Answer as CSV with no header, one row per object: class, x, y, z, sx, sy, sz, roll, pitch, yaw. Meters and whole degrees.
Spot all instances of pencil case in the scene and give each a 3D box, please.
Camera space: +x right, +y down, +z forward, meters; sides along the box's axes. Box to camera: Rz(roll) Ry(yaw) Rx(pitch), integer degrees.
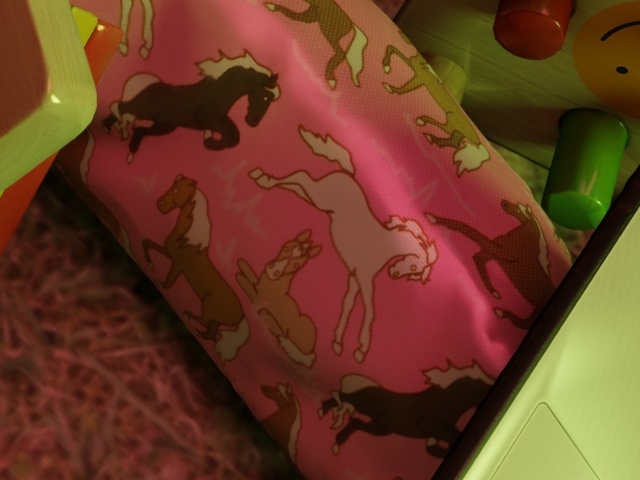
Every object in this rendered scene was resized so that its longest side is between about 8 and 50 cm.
pencil case,0.000,0.000,0.607,0.160,0.167,0.386,-35,81,-36

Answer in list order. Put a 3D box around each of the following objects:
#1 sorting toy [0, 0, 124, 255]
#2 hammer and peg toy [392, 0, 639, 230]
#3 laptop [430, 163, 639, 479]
sorting toy,-0.196,-0.084,0.532,0.089,0.255,0.257,19,45,-55
hammer and peg toy,0.130,-0.122,0.649,0.361,0.266,0.127,26,61,-8
laptop,0.201,0.243,0.432,0.382,0.236,0.408,-52,121,-27
